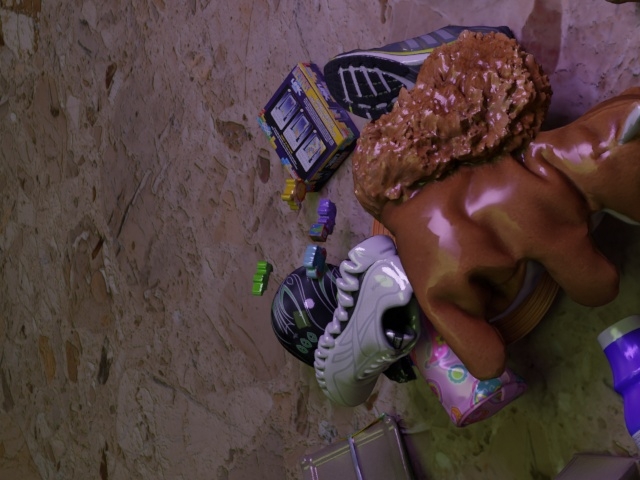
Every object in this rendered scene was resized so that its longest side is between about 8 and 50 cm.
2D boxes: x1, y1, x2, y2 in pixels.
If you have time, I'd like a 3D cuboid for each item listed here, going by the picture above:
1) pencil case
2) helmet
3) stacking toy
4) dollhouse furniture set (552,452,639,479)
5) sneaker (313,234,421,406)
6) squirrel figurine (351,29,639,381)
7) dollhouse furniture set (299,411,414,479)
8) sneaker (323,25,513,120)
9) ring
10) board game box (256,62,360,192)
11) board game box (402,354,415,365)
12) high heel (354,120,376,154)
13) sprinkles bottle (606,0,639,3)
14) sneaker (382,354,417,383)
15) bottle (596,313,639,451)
[{"bbox_3d":[0.171,0.120,1.718,0.124,0.124,0.284,-47,62,37],"label":"pencil case"},{"bbox_3d":[-0.001,0.117,1.984,0.161,0.169,0.169,47,126,12],"label":"helmet"},{"bbox_3d":[0.000,0.000,1.940,0.167,0.052,0.221,4,62,27],"label":"stacking toy"},{"bbox_3d":[0.385,0.435,1.655,0.212,0.161,0.242,-4,112,46],"label":"dollhouse furniture set"},{"bbox_3d":[0.071,0.135,1.674,0.118,0.110,0.292,41,138,31],"label":"sneaker"},{"bbox_3d":[0.259,-0.092,1.561,0.370,0.281,0.397,-39,88,20],"label":"squirrel figurine"},{"bbox_3d":[0.101,0.462,1.967,0.198,0.151,0.301,-29,54,22],"label":"dollhouse furniture set"},{"bbox_3d":[0.148,-0.251,1.782,0.300,0.121,0.111,-1,120,24],"label":"sneaker"},{"bbox_3d":[0.217,0.002,1.810,0.337,0.032,0.336,1,92,38],"label":"ring"},{"bbox_3d":[-0.021,-0.188,2.048,0.141,0.048,0.170,-48,61,35],"label":"board game box"},{"bbox_3d":[0.170,0.120,1.812,0.169,0.033,0.133,-2,86,33],"label":"board game box"},{"bbox_3d":[0.121,-0.165,1.823,0.117,0.082,0.244,-37,27,47],"label":"high heel"},{"bbox_3d":[0.499,-0.336,1.451,0.355,0.121,0.121,14,103,44],"label":"sprinkles bottle"},{"bbox_3d":[0.093,0.126,1.815,0.089,0.051,0.170,-3,90,33],"label":"sneaker"},{"bbox_3d":[0.453,0.230,1.566,0.118,0.092,0.282,-46,62,37],"label":"bottle"}]
